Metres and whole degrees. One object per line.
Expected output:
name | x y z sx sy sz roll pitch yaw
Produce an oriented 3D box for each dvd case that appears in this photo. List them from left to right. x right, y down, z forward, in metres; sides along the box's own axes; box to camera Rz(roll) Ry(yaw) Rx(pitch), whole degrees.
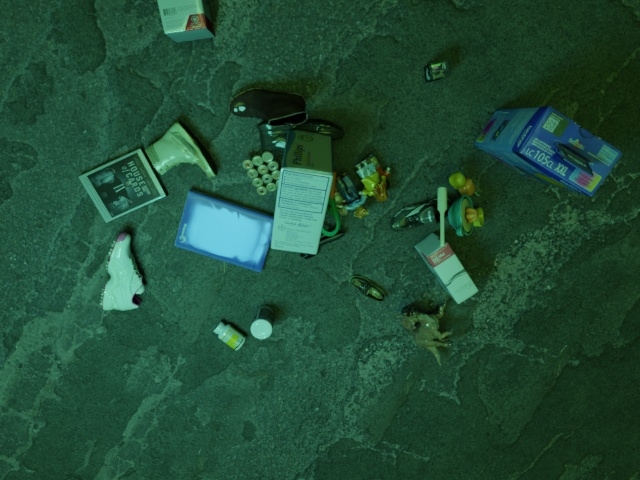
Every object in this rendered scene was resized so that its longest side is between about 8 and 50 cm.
dvd case | -0.673 -0.187 1.393 0.238 0.030 0.180 -23 106 5

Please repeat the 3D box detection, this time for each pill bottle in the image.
pill bottle | -0.345 0.357 1.537 0.116 0.065 0.065 41 100 -12
pill bottle | -0.209 0.295 1.488 0.078 0.137 0.078 0 105 -1

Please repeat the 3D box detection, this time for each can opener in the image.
can opener | 0.000 0.000 1.466 0.186 0.073 0.059 -30 66 3

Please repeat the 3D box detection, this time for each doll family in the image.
doll family | 0.133 -0.168 1.383 0.262 0.118 0.163 -31 102 8

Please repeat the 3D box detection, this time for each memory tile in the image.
memory tile | -0.188 -0.225 1.377 0.113 0.012 0.148 -18 128 10

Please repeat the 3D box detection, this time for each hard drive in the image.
hard drive | -0.333 -0.031 1.443 0.318 0.040 0.210 18 104 -7

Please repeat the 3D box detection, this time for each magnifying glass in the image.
magnifying glass | 0.033 -0.124 1.388 0.092 0.026 0.231 21 122 34

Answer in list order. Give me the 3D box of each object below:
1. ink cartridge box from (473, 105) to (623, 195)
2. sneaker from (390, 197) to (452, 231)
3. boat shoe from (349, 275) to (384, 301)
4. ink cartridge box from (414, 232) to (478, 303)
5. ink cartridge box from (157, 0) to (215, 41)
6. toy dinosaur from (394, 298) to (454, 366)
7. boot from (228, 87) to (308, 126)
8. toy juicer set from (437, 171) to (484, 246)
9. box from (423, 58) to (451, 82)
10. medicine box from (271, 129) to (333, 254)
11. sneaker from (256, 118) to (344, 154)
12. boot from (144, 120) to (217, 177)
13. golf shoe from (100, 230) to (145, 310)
ink cartridge box | 0.683 -0.278 1.233 0.269 0.395 0.151 27 103 -9
sneaker | 0.359 -0.088 1.422 0.234 0.106 0.078 -21 104 3
boat shoe | 0.177 0.180 1.518 0.152 0.049 0.056 27 103 -9
ink cartridge box | 0.446 0.097 1.450 0.092 0.158 0.218 -37 103 6
ink cartridge box | -0.404 -0.704 1.209 0.128 0.127 0.176 -7 106 0
toy dinosaur | 0.390 0.343 1.541 0.200 0.127 0.296 -9 118 8
boot | -0.166 -0.406 1.256 0.248 0.207 0.090 -9 126 -3
toy juicer set | 0.465 -0.119 1.327 0.089 0.329 0.210 -3 102 37
box | 0.375 -0.545 1.308 0.062 0.083 0.052 -13 106 1
medicine box | -0.058 -0.152 1.264 0.149 0.264 0.290 9 127 -6
sneaker | -0.064 -0.336 1.350 0.286 0.109 0.130 1 114 6
boot | -0.462 -0.265 1.356 0.165 0.077 0.213 -36 99 7
golf shoe | -0.687 0.114 1.444 0.140 0.115 0.307 12 111 -17
